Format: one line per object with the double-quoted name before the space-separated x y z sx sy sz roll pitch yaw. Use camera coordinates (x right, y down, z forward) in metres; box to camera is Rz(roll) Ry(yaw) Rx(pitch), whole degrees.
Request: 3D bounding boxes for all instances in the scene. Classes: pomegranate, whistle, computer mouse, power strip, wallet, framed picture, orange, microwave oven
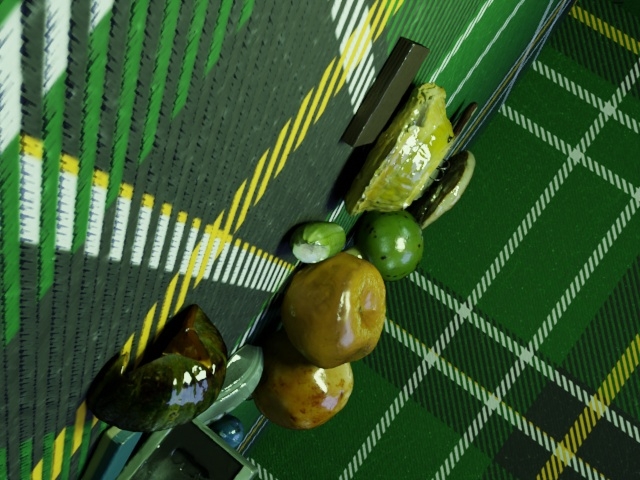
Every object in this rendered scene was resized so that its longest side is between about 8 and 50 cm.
"pomegranate" -0.045 0.304 1.412 0.248 0.248 0.248 -52 170 -13
"whistle" -0.229 0.475 1.562 0.090 0.090 0.158 -53 169 -7
"pomegranate" 0.144 0.018 1.561 0.248 0.202 0.202 -21 162 -10
"computer mouse" -0.181 0.300 1.237 0.231 0.071 0.126 -45 166 -39
"power strip" -0.283 0.290 0.847 0.123 0.032 0.056 -59 169 25
"wallet" 0.358 -0.250 1.884 0.335 0.068 0.275 -53 177 -26
"framed picture" 0.101 -0.222 0.948 0.168 0.023 0.128 -58 170 21
"orange" 0.017 0.146 1.275 0.249 0.183 0.249 -5 96 -60
"microwave oven" -0.261 0.434 0.999 0.295 0.181 0.237 -51 171 -17

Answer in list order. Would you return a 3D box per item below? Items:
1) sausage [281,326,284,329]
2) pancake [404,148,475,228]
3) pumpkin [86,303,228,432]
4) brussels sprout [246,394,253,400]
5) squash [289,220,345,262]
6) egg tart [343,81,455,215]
"sausage" -0.093 0.264 1.593 0.040 0.047 0.177 -23 151 -41
"pancake" 0.355 -0.135 2.020 0.382 0.071 0.382 -51 -174 7
"pumpkin" -0.173 0.163 0.742 0.183 0.107 0.119 -38 166 -53
"brussels sprout" -0.174 0.358 1.528 0.051 0.046 0.083 -3 145 -20
"squash" 0.000 0.000 1.087 0.069 0.069 0.239 -56 171 9
"egg tart" 0.154 -0.149 1.141 0.290 0.115 0.290 -54 174 -8
